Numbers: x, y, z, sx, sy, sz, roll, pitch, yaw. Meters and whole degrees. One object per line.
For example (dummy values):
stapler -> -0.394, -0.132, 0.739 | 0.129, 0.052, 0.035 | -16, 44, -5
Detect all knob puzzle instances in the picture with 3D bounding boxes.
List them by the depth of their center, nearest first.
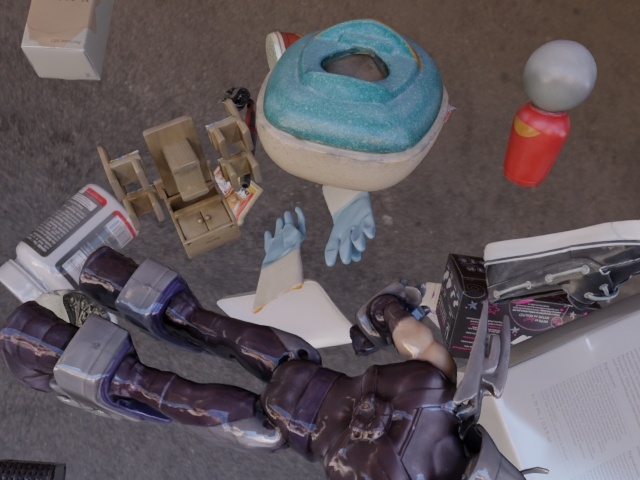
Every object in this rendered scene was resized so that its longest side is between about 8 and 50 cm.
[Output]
knob puzzle -> -0.257, -0.094, 1.641 | 0.030, 0.213, 0.213 | 33, 75, -54

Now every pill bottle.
pill bottle -> -0.555, 0.022, 1.435 | 0.161, 0.161, 0.283 | 49, 67, -15

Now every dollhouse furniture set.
dollhouse furniture set -> -0.222, -0.115, 1.060 | 0.212, 0.242, 0.161 | -23, 56, -11

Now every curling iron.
curling iron -> -0.149, -0.196, 1.235 | 0.068, 0.035, 0.274 | 8, 49, -20

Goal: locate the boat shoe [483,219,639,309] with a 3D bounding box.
boat shoe -> 0.352, 0.040, 0.861 | 0.108, 0.301, 0.102 | 16, 71, -45

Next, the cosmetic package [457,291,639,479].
cosmetic package -> 0.326, 0.256, 0.634 | 0.284, 0.097, 0.377 | -18, 86, -12

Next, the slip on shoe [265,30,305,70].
slip on shoe -> -0.043, -0.336, 1.556 | 0.101, 0.123, 0.331 | -15, 94, -17

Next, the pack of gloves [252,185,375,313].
pack of gloves -> 0.000, 0.000, 0.934 | 0.195, 0.232, 0.046 | -32, 117, 18

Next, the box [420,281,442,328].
box -> 0.335, 0.203, 1.556 | 0.324, 0.063, 0.067 | 43, 60, -43

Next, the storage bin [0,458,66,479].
storage bin -> -0.389, 0.375, 0.831 | 0.084, 0.122, 0.180 | 8, 71, -10

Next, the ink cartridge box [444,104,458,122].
ink cartridge box -> 0.204, -0.240, 1.202 | 0.115, 0.063, 0.029 | -21, 139, -57

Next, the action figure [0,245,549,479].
action figure -> -0.019, 0.084, 0.350 | 0.285, 0.099, 0.185 | 19, 51, 20

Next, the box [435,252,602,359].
box -> 0.353, 0.131, 1.201 | 0.247, 0.163, 0.142 | 8, 114, -2

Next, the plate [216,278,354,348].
plate -> -0.069, 0.184, 1.613 | 0.277, 0.278, 0.045 | 51, 35, -43

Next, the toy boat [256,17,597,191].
toy boat -> 0.102, -0.152, 0.664 | 0.318, 0.267, 0.148 | 11, 129, 3

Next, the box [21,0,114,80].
box -> -0.564, -0.530, 1.492 | 0.148, 0.121, 0.311 | 2, 70, -2

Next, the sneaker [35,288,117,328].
sneaker -> -0.401, 0.123, 1.104 | 0.086, 0.237, 0.085 | 1, 92, -46
